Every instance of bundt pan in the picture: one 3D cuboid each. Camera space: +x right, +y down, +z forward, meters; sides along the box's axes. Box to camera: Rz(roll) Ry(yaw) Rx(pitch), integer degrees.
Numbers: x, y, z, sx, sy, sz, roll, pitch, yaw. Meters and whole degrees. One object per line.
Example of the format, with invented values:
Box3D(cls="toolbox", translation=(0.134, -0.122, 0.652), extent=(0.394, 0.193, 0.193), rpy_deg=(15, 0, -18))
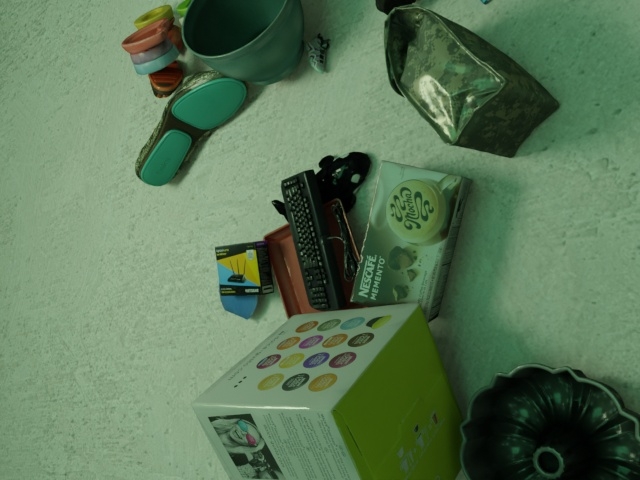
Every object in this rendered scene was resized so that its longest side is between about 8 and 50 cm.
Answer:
Box3D(cls="bundt pan", translation=(0.416, 0.372, 1.078), extent=(0.331, 0.124, 0.330), rpy_deg=(-3, 86, 40))

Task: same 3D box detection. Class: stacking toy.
Box3D(cls="stacking toy", translation=(-0.395, -0.574, 1.752), extent=(0.280, 0.130, 0.308), rpy_deg=(-16, 36, 13))

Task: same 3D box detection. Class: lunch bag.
Box3D(cls="lunch bag", translation=(0.258, -0.305, 1.163), extent=(0.169, 0.235, 0.287), rpy_deg=(-51, 59, 29))

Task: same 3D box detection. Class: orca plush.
Box3D(cls="orca plush", translation=(-0.017, -0.126, 1.469), extent=(0.287, 0.102, 0.151), rpy_deg=(-16, 78, 38))

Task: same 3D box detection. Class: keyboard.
Box3D(cls="keyboard", translation=(0.000, 0.000, 1.382), extent=(0.202, 0.033, 0.317), rpy_deg=(-15, 90, 48))

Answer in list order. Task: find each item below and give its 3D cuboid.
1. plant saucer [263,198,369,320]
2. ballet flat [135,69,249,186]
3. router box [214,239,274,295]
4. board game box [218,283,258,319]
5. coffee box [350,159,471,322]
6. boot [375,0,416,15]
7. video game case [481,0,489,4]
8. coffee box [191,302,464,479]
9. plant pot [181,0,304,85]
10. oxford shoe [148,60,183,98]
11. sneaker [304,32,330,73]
Box3D(cls="plant saucer", translation=(0.000, 0.065, 1.471), extent=(0.258, 0.048, 0.259), rpy_deg=(-25, 77, 36))
Box3D(cls="ballet flat", translation=(-0.379, -0.352, 1.759), extent=(0.483, 0.164, 0.182), rpy_deg=(-41, 44, 33))
Box3D(cls="router box", translation=(-0.196, 0.073, 1.582), extent=(0.179, 0.046, 0.133), rpy_deg=(-7, 90, 47))
Box3D(cls="board game box", translation=(-0.209, 0.133, 1.663), extent=(0.169, 0.033, 0.133), rpy_deg=(13, 102, 44))
Box3D(cls="coffee box", translation=(0.183, 0.001, 1.263), extent=(0.168, 0.119, 0.297), rpy_deg=(15, 98, 21))
Box3D(cls="boot", translation=(0.151, -0.678, 1.332), extent=(0.260, 0.131, 0.347), rpy_deg=(36, 100, 27))
Box3D(cls="video game case", translation=(0.356, -0.573, 1.237), extent=(0.166, 0.015, 0.119), rpy_deg=(-43, 63, 30))
Box3D(cls="coffee box", translation=(0.039, 0.352, 1.180), extent=(0.335, 0.338, 0.338), rpy_deg=(-10, 108, 38))
Box3D(cls="plant pot", translation=(-0.157, -0.502, 1.508), extent=(0.293, 0.196, 0.293), rpy_deg=(-12, 61, 22))
Box3D(cls="oxford shoe", translation=(-0.447, -0.453, 1.805), extent=(0.271, 0.097, 0.098), rpy_deg=(-111, 25, -59))
Box3D(cls="sneaker", translation=(0.003, -0.459, 1.508), extent=(0.069, 0.038, 0.098), rpy_deg=(-35, 67, 34))
